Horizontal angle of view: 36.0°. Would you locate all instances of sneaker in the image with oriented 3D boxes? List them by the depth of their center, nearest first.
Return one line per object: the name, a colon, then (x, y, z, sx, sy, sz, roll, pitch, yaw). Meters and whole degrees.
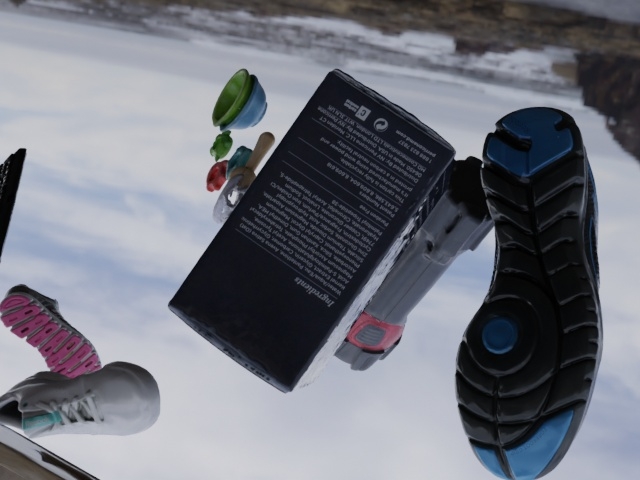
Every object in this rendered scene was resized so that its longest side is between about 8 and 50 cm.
sneaker: (0.211, 0.053, 0.905, 0.125, 0.341, 0.140, 1, 161, 30)
sneaker: (-0.260, 0.176, 1.016, 0.212, 0.080, 0.094, -10, -176, 35)
sneaker: (-0.338, 0.114, 1.242, 0.170, 0.063, 0.075, 50, -177, -30)

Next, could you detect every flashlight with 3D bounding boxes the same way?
flashlight: (0.096, 0.028, 1.095, 0.103, 0.304, 0.103, -20, -116, -41)

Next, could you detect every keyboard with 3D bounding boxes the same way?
keyboard: (-0.314, -0.014, 0.886, 0.038, 0.100, 0.192, 35, -158, -27)

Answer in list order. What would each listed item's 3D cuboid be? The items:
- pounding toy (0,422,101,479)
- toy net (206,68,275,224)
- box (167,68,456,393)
pounding toy: (-0.191, 0.171, 0.603, 0.141, 0.130, 0.100, 33, 170, -11)
toy net: (-0.096, -0.076, 1.020, 0.045, 0.122, 0.232, 31, -147, -26)
box: (0.000, 0.000, 0.739, 0.108, 0.207, 0.153, 35, 177, 8)
